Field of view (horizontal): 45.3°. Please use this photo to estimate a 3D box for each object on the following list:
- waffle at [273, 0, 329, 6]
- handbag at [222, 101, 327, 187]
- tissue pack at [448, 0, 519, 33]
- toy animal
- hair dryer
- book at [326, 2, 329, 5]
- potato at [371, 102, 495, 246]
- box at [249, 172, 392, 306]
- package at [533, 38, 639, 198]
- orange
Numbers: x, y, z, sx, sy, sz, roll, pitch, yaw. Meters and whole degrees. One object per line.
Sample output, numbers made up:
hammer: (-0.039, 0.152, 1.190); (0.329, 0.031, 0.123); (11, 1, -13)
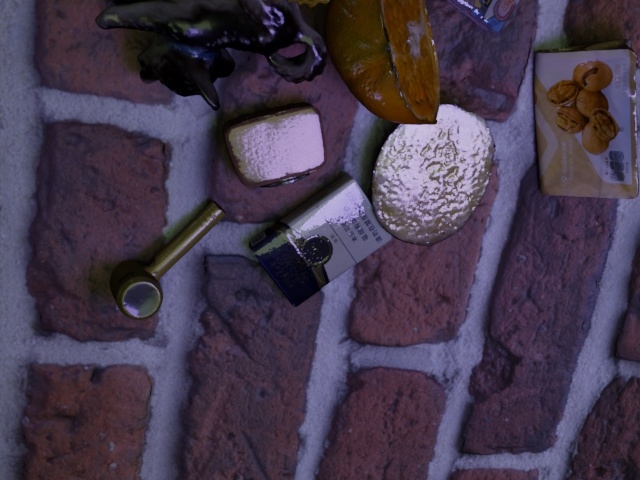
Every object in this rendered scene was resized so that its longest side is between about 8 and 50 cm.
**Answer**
waffle: (-0.051, -0.502, 1.277); (0.057, 0.219, 0.229); (-17, 89, 32)
handbag: (-0.088, -0.185, 1.514); (0.193, 0.072, 0.151); (-14, 111, -10)
tissue pack: (0.316, -0.498, 1.506); (0.155, 0.065, 0.116); (30, 100, -20)
toy animal: (-0.179, -0.359, 1.356); (0.344, 0.194, 0.303); (-26, 116, 20)
hair dryer: (-0.295, 0.031, 1.514); (0.278, 0.135, 0.090); (-45, 113, -7)
book: (0.095, -0.565, 1.454); (0.214, 0.025, 0.283); (27, 100, -18)
potato: (0.216, -0.145, 1.573); (0.239, 0.116, 0.299); (13, 107, -14)
box: (0.000, 0.000, 1.594); (0.259, 0.071, 0.168); (-36, 112, -1)
package: (0.582, -0.259, 1.621); (0.165, 0.221, 0.311); (-29, 117, -46)
orange: (0.129, -0.374, 1.376); (0.274, 0.274, 0.310); (3, 130, -14)
